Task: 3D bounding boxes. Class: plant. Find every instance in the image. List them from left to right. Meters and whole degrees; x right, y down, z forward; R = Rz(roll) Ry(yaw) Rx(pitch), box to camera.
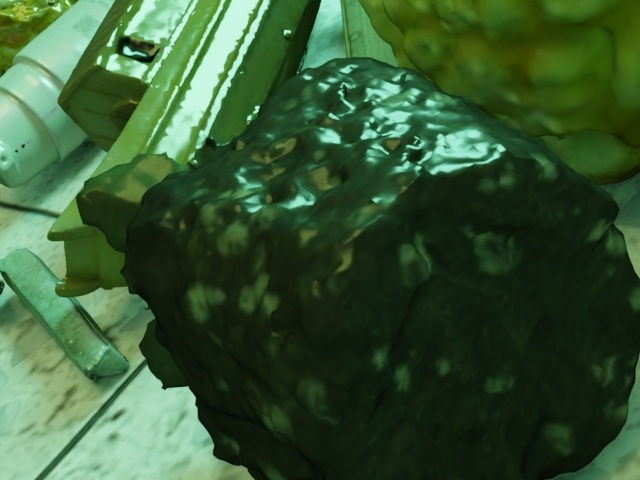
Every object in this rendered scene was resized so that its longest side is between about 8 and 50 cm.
[{"bbox_3d":[0.005,0.022,0.908,0.213,0.215,0.312,-34,26,-19],"label":"plant"}]

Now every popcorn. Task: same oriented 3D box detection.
[{"bbox_3d":[0.187,-0.194,0.991,0.335,0.279,0.274,-37,70,27],"label":"popcorn"}]

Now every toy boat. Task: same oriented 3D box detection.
[{"bbox_3d":[-0.104,-0.139,1.268,0.162,0.136,0.445,13,50,7],"label":"toy boat"}]

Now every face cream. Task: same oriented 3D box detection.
[{"bbox_3d":[-0.174,-0.177,1.446,0.345,0.102,0.102,-45,34,-22],"label":"face cream"}]

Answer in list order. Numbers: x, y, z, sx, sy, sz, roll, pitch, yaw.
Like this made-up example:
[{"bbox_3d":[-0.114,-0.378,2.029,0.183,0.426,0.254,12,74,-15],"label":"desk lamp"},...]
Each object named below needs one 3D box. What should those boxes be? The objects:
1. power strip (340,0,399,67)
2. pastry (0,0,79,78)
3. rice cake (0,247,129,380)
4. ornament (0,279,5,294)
[{"bbox_3d":[0.067,-0.155,1.250,0.092,0.066,0.387,-24,35,15],"label":"power strip"},{"bbox_3d":[-0.294,-0.258,1.657,0.154,0.102,0.250,-17,36,18],"label":"pastry"},{"bbox_3d":[-0.190,0.053,1.206,0.033,0.033,0.207,-39,33,-9],"label":"rice cake"},{"bbox_3d":[-0.375,0.072,1.293,0.236,0.080,0.202,-42,29,-12],"label":"ornament"}]
